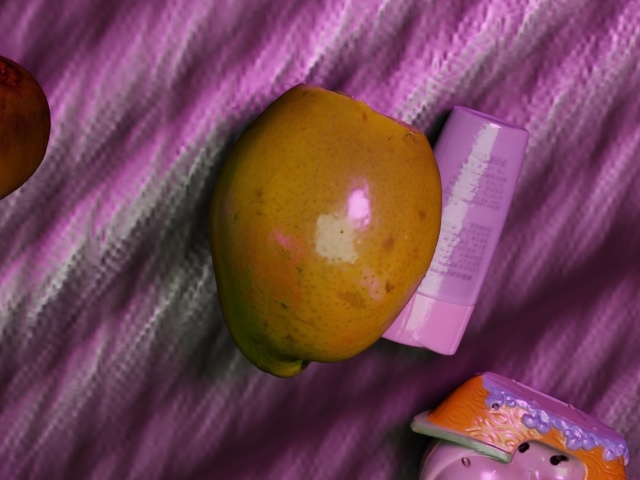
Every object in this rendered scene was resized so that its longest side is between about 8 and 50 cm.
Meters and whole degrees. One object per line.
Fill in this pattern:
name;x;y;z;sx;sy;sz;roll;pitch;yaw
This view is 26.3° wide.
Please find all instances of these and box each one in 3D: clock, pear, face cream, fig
clock;0.172;0.202;1.160;0.231;0.103;0.144;24;100;-14
pear;0.000;0.000;1.030;0.188;0.187;0.219;17;93;-15
face cream;0.106;-0.007;1.118;0.084;0.057;0.198;17;102;-14
fig;-0.286;-0.038;1.022;0.124;0.124;0.236;22;122;-16
